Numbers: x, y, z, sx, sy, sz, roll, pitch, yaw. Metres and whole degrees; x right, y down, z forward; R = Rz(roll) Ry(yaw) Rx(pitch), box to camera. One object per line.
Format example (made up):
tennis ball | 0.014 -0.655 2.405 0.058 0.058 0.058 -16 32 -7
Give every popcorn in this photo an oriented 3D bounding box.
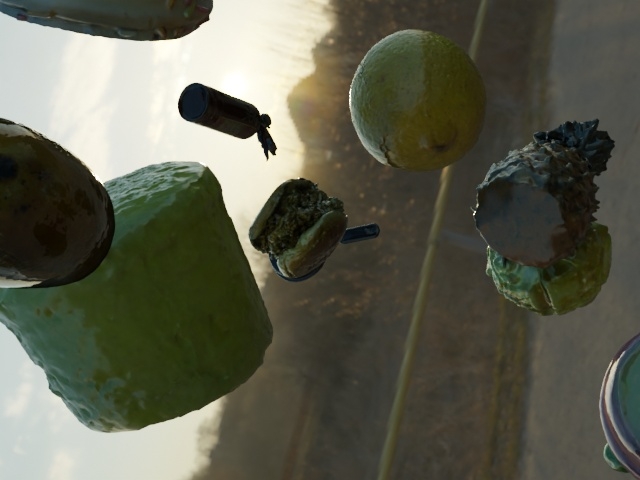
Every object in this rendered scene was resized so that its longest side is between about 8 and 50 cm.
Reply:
popcorn | 0.333 0.004 1.501 0.198 0.198 0.212 -66 -27 -80

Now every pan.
pan | 0.000 0.000 1.878 0.028 0.235 0.136 28 -126 -58

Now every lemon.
lemon | 0.190 -0.271 1.969 0.293 0.293 0.293 17 -90 -89

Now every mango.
mango | -0.297 -0.017 0.972 0.316 0.193 0.146 91 -179 -71

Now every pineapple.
pineapple | 0.318 -0.086 1.345 0.279 0.158 0.158 -45 -21 -43

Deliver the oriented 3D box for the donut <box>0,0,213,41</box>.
donut | -0.337 -0.418 1.527 0.382 0.383 0.142 -70 -6 -65

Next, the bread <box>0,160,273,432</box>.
bread | -0.250 0.080 1.368 0.348 0.348 0.308 -70 -42 -66

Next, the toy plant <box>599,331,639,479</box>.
toy plant | 0.443 0.224 1.170 0.356 0.210 0.317 54 -168 -68

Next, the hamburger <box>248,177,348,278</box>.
hamburger | -0.027 -0.014 1.680 0.159 0.131 0.185 -57 -16 15

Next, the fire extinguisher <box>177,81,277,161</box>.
fire extinguisher | -0.165 -0.217 1.906 0.252 0.075 0.106 14 -98 -58
